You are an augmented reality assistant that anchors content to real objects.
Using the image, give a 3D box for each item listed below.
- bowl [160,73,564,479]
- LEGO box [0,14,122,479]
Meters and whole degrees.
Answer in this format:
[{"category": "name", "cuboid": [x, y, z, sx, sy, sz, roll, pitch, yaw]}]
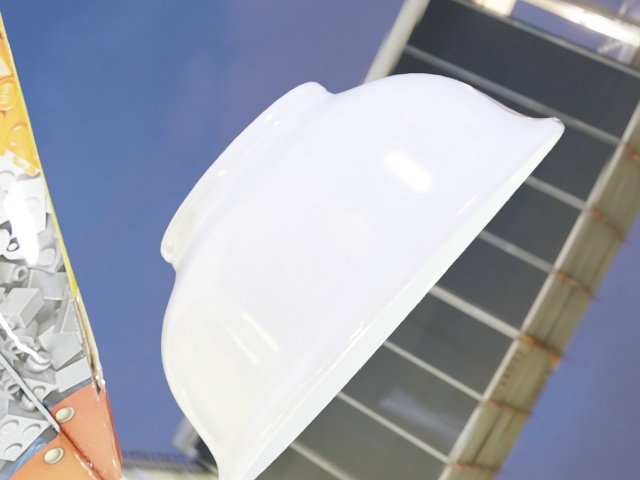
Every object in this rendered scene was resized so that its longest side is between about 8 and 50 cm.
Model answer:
[{"category": "bowl", "cuboid": [0.000, 0.000, 0.798, 0.298, 0.134, 0.298, -47, -6, -7]}, {"category": "LEGO box", "cuboid": [-0.288, -0.137, 0.516, 0.193, 0.500, 0.372, -24, -42, -19]}]
